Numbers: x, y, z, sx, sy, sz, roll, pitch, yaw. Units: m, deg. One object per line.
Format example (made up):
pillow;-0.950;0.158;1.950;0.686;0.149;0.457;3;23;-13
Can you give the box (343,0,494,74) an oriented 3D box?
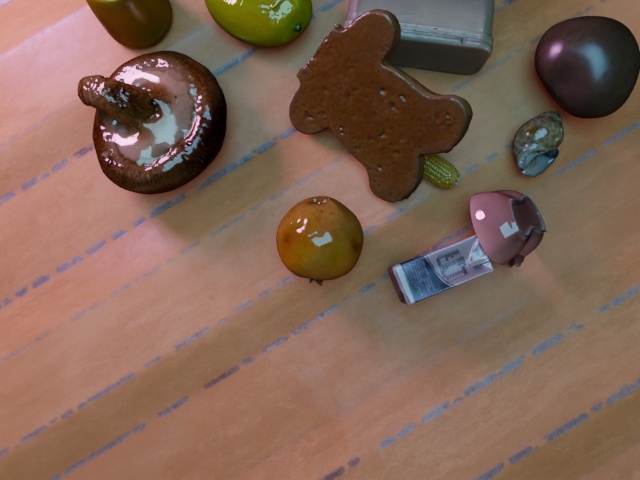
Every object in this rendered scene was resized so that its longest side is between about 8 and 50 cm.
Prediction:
box;0.248;-0.613;1.596;0.352;0.177;0.343;8;86;1

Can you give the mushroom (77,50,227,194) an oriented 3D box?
mushroom;-0.383;-0.284;1.572;0.345;0.239;0.345;1;108;3

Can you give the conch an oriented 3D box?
conch;0.531;-0.244;1.613;0.116;0.106;0.172;15;106;-18

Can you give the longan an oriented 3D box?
longan;0.636;-0.410;1.562;0.246;0.215;0.245;-5;68;13

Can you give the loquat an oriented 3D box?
loquat;0.000;0.000;1.554;0.208;0.208;0.208;0;87;0

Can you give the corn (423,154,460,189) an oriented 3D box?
corn;0.255;-0.195;1.626;0.206;0.067;0.067;34;88;4

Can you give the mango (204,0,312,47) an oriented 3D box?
mango;-0.154;-0.568;1.607;0.273;0.149;0.185;7;94;6

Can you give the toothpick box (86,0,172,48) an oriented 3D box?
toothpick box;-0.461;-0.576;1.544;0.175;0.271;0.174;0;87;0

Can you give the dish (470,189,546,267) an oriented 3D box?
dish;0.455;-0.041;1.548;0.090;0.213;0.213;-31;86;43

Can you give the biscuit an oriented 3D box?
biscuit;0.140;-0.319;1.537;0.394;0.076;0.368;40;127;0

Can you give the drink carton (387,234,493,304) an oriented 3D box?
drink carton;0.285;0.068;1.578;0.222;0.134;0.101;-22;85;-1
